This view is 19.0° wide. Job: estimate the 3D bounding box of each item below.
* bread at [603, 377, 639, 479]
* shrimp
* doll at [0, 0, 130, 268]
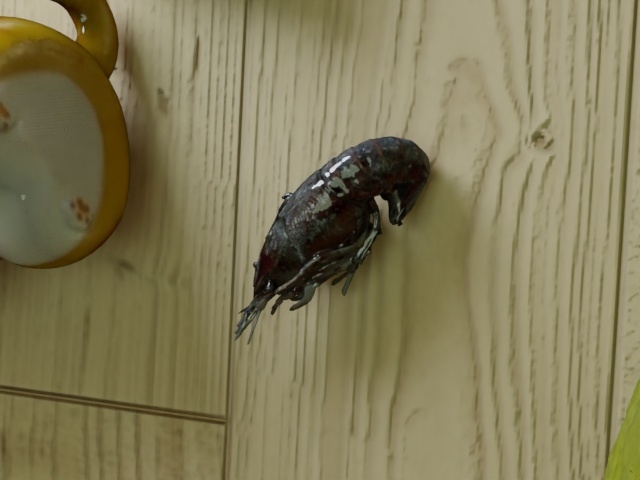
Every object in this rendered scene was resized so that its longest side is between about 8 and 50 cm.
[{"bbox_3d":[0.277,0.164,0.868,0.308,0.348,0.348,19,101,17],"label":"bread"},{"bbox_3d":[0.000,0.000,1.142,0.165,0.065,0.056,-50,40,25],"label":"shrimp"},{"bbox_3d":[-0.246,-0.042,1.206,0.270,0.162,0.166,-23,113,20],"label":"doll"}]
